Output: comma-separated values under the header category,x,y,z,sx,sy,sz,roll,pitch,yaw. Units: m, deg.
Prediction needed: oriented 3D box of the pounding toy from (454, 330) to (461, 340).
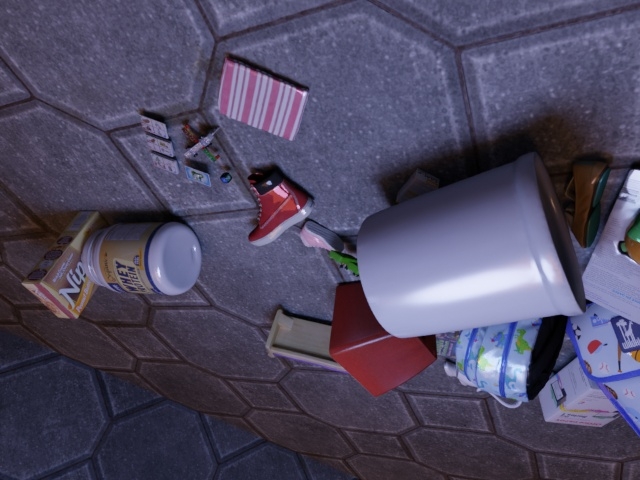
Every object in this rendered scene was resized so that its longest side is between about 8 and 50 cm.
category,x,y,z,sx,sy,sz,roll,pitch,yaw
pounding toy,0.493,0.279,1.438,0.181,0.094,0.206,38,130,-21

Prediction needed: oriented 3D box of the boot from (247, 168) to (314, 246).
category,x,y,z,sx,sy,sz,roll,pitch,yaw
boot,-0.158,-0.093,1.306,0.176,0.089,0.244,39,129,-22

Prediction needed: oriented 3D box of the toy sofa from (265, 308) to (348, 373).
category,x,y,z,sx,sy,sz,roll,pitch,yaw
toy sofa,0.000,0.378,1.705,0.362,0.150,0.177,11,150,12

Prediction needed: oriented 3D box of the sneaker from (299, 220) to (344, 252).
category,x,y,z,sx,sy,sz,roll,pitch,yaw
sneaker,0.000,0.000,1.373,0.134,0.051,0.070,32,141,-10

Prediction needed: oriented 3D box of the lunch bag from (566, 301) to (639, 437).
category,x,y,z,sx,sy,sz,roll,pitch,yaw
lunch bag,0.859,0.287,1.193,0.386,0.238,0.328,55,139,5

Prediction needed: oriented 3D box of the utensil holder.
category,x,y,z,sx,sy,sz,roll,pitch,yaw
utensil holder,0.316,0.031,1.036,0.385,0.328,0.328,-18,128,31

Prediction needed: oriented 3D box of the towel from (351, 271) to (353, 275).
category,x,y,z,sx,sy,sz,roll,pitch,yaw
towel,0.132,0.091,1.455,0.083,0.010,0.060,6,140,16

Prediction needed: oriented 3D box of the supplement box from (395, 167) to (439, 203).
category,x,y,z,sx,sy,sz,roll,pitch,yaw
supplement box,0.231,-0.119,1.148,0.062,0.036,0.098,25,142,-8

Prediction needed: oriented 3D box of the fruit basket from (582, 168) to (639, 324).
category,x,y,z,sx,sy,sz,roll,pitch,yaw
fruit basket,0.747,0.053,0.983,0.327,0.165,0.353,29,142,33

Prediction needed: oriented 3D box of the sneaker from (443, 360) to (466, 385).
category,x,y,z,sx,sy,sz,roll,pitch,yaw
sneaker,0.498,0.465,1.712,0.152,0.054,0.061,33,130,-25

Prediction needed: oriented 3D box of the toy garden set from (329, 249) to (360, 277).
category,x,y,z,sx,sy,sz,roll,pitch,yaw
toy garden set,0.160,0.116,1.325,0.244,0.049,0.203,32,-170,34

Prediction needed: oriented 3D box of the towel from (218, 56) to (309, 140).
category,x,y,z,sx,sy,sz,roll,pitch,yaw
towel,-0.131,-0.317,1.080,0.196,0.029,0.144,21,141,-5

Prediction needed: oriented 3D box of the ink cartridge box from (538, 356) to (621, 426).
category,x,y,z,sx,sy,sz,roll,pitch,yaw
ink cartridge box,0.845,0.474,1.496,0.201,0.117,0.278,7,141,-3

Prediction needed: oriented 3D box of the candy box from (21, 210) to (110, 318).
category,x,y,z,sx,sy,sz,roll,pitch,yaw
candy box,-0.795,0.074,1.575,0.087,0.317,0.183,0,137,21

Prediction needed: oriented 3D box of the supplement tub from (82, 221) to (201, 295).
category,x,y,z,sx,sy,sz,roll,pitch,yaw
supplement tub,-0.568,0.056,1.531,0.315,0.228,0.228,0,137,22

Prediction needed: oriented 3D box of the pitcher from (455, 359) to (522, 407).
category,x,y,z,sx,sy,sz,roll,pitch,yaw
pitcher,0.535,0.428,1.510,0.206,0.178,0.125,5,177,10

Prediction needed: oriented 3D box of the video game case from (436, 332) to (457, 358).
category,x,y,z,sx,sy,sz,roll,pitch,yaw
video game case,0.422,0.336,1.609,0.173,0.022,0.191,10,140,12

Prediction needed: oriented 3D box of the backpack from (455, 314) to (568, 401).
category,x,y,z,sx,sy,sz,roll,pitch,yaw
backpack,0.484,0.219,1.187,0.273,0.356,0.290,3,139,21

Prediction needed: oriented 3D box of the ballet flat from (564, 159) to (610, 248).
category,x,y,z,sx,sy,sz,roll,pitch,yaw
ballet flat,0.571,-0.081,1.042,0.073,0.080,0.232,27,148,38

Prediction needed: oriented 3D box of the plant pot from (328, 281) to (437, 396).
category,x,y,z,sx,sy,sz,roll,pitch,yaw
plant pot,0.206,0.272,1.460,0.235,0.267,0.267,-24,125,27

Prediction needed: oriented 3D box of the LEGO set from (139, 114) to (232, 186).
category,x,y,z,sx,sy,sz,roll,pitch,yaw
LEGO set,-0.342,-0.235,1.260,0.244,0.060,0.183,21,145,12

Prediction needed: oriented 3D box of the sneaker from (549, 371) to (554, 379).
category,x,y,z,sx,sy,sz,roll,pitch,yaw
sneaker,0.717,0.434,1.589,0.098,0.038,0.069,-11,133,31
